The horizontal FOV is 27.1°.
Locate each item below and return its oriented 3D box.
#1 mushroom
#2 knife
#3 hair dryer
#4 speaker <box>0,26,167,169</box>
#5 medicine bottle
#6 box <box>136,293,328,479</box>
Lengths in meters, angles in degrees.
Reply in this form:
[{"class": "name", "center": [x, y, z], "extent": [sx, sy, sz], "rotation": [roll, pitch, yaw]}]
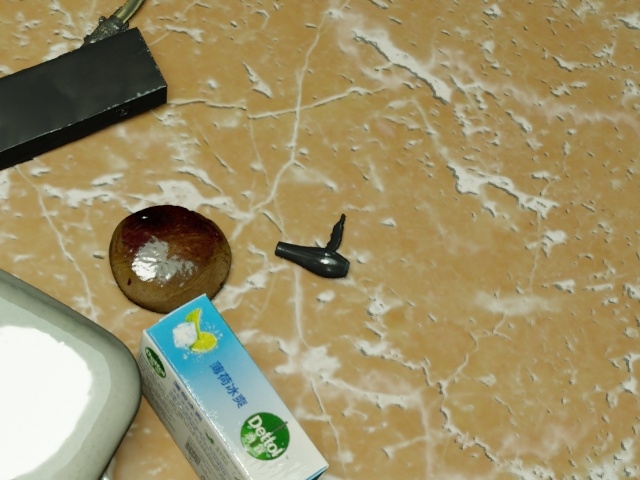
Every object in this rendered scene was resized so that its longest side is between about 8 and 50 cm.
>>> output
[{"class": "mushroom", "center": [-0.150, 0.015, 1.328], "extent": [0.123, 0.052, 0.123], "rotation": [5, 68, -13]}, {"class": "knife", "center": [-0.236, -0.214, 1.431], "extent": [0.046, 0.021, 0.222], "rotation": [24, 66, 0]}, {"class": "hair dryer", "center": [0.000, 0.000, 1.390], "extent": [0.079, 0.031, 0.083], "rotation": [19, 48, 6]}, {"class": "speaker", "center": [-0.271, -0.143, 1.362], "extent": [0.218, 0.044, 0.082], "rotation": [-25, 75, -16]}, {"class": "medicine bottle", "center": [-0.329, 0.205, 1.113], "extent": [0.282, 0.123, 0.375], "rotation": [30, 77, -2]}, {"class": "box", "center": [-0.088, 0.164, 1.221], "extent": [0.073, 0.139, 0.194], "rotation": [-30, 76, -24]}]
